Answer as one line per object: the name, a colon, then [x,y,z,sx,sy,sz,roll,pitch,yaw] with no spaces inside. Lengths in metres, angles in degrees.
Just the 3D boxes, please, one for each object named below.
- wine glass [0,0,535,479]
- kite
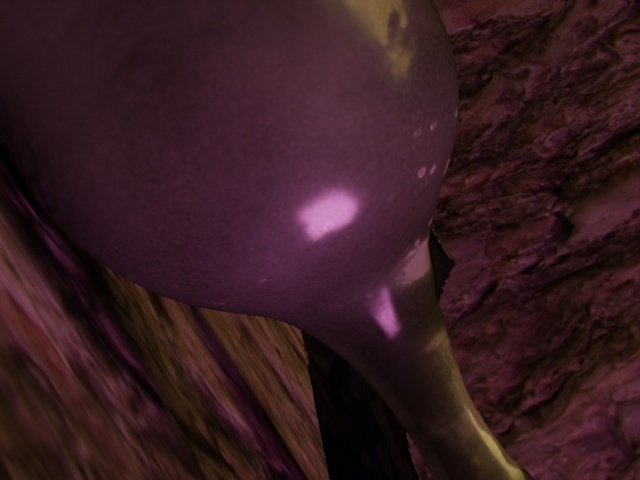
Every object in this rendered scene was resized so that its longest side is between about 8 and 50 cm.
wine glass: [0.000,0.000,0.430,0.321,0.143,0.143,60,0,-11]
kite: [0.032,0.084,0.633,0.314,0.011,0.335,102,-34,-61]
